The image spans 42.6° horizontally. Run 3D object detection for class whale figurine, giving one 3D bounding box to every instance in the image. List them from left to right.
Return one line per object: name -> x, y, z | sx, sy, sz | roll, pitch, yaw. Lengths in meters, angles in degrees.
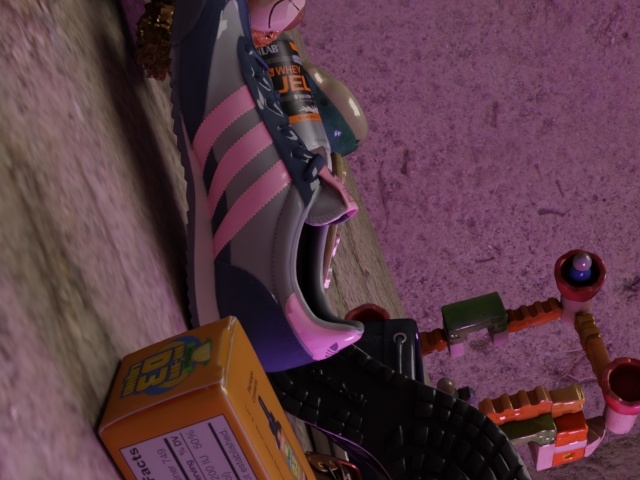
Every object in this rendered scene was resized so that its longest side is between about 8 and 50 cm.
whale figurine -> -0.025, -0.279, 1.687 | 0.272, 0.141, 0.216 | 48, -4, 19

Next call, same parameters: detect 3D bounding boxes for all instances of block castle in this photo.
block castle -> 0.285, 0.209, 1.356 | 0.213, 0.453, 0.303 | 73, 3, -54

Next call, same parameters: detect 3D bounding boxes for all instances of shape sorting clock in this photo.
shape sorting clock -> 0.000, 0.000, 0.950 | 0.206, 0.040, 0.206 | -166, -90, -80

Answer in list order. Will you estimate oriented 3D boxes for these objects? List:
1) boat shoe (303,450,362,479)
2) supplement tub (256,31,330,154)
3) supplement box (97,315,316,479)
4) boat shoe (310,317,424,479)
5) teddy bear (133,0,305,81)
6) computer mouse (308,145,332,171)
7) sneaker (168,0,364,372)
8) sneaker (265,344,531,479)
boat shoe -> -0.004, 0.207, 0.701 | 0.178, 0.060, 0.064 | 46, 25, -73
supplement tub -> -0.069, -0.172, 0.993 | 0.117, 0.117, 0.190 | 0, 70, -82
supplement box -> -0.040, 0.165, 0.481 | 0.078, 0.080, 0.233 | -94, 164, -68
boat shoe -> 0.108, 0.315, 0.897 | 0.187, 0.156, 0.500 | 52, 21, -73
teddy bear -> -0.102, -0.265, 0.703 | 0.245, 0.113, 0.338 | -69, 152, -26
computer mouse -> -0.035, -0.030, 0.903 | 0.193, 0.042, 0.106 | 114, -23, -46
sneaker -> -0.036, -0.058, 0.641 | 0.112, 0.131, 0.319 | -10, 94, -74
sneaker -> 0.074, 0.179, 0.769 | 0.283, 0.107, 0.124 | 37, -11, 13
